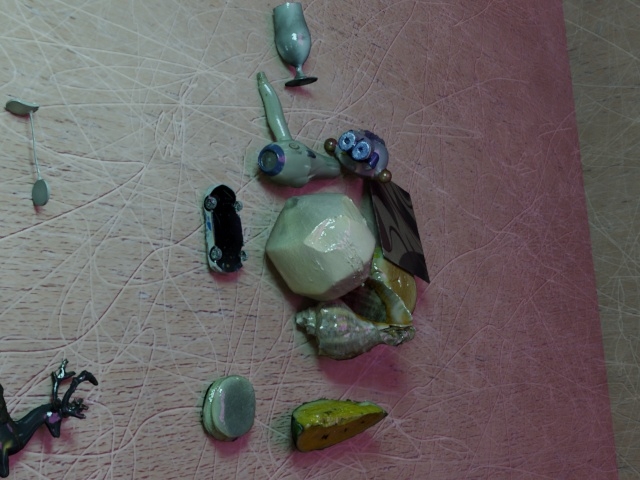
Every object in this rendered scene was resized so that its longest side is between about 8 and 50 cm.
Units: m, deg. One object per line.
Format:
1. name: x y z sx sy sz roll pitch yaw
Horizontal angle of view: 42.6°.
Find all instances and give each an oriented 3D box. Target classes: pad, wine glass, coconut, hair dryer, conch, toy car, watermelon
1. pad: 0.218 -0.051 2.304 0.220 0.004 0.330 30 40 -41
2. wine glass: -0.068 -0.504 2.109 0.093 0.093 0.202 -9 90 -50
3. coconut: 0.000 0.000 1.945 0.247 0.245 0.245 59 44 -24
4. hair dryer: -0.052 -0.249 2.075 0.296 0.119 0.298 29 46 -48
5. conch: 0.077 0.205 2.039 0.291 0.159 0.210 15 47 -18
6. toy car: -0.218 -0.026 1.842 0.095 0.056 0.204 3 75 -48
7. watermelon: 0.027 0.434 1.949 0.301 0.129 0.123 0 78 -43

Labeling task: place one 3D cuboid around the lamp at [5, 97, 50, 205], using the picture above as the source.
1. lamp: -0.538 -0.161 1.516 0.056 0.050 0.198 -2 80 -52

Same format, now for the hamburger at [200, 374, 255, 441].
1. hamburger: -0.197 0.360 1.765 0.133 0.062 0.140 18 65 -49

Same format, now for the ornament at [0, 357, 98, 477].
1. ornament: -0.505 0.264 1.426 0.236 0.080 0.202 -33 108 -45

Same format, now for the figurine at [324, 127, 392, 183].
1. figurine: 0.098 -0.239 2.157 0.133 0.194 0.274 -60 150 1

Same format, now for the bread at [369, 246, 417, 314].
1. bread: 0.180 0.120 2.223 0.213 0.105 0.213 23 57 -42
